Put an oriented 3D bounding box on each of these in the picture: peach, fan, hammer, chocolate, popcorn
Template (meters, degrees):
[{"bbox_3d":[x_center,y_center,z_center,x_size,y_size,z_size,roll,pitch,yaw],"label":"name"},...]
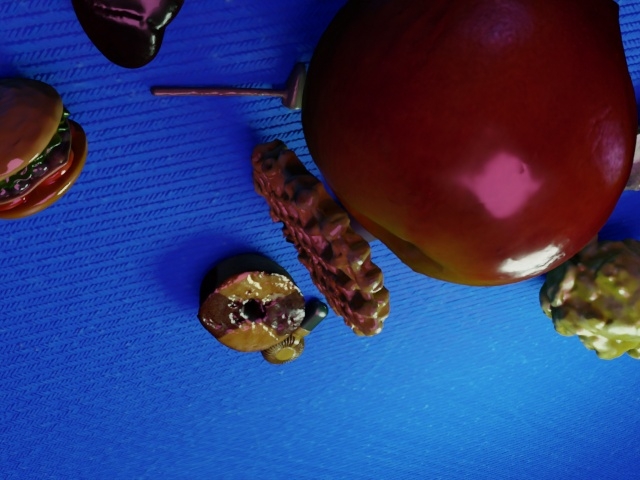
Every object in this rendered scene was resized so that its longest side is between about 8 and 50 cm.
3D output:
[{"bbox_3d":[0.173,-0.150,0.811,0.388,0.388,0.388,-12,136,-12],"label":"peach"},{"bbox_3d":[-0.044,0.162,1.253,0.082,0.039,0.155,25,118,-39],"label":"fan"},{"bbox_3d":[-0.111,-0.193,0.882,0.195,0.028,0.060,-4,128,-19],"label":"hammer"},{"bbox_3d":[-0.199,-0.254,0.741,0.125,0.080,0.149,19,124,-37],"label":"chocolate"},{"bbox_3d":[0.546,0.104,1.341,0.250,0.235,0.242,23,124,9],"label":"popcorn"}]

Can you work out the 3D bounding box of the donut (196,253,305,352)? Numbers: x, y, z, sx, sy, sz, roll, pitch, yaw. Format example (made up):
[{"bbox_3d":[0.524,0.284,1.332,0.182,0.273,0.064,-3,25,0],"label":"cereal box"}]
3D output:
[{"bbox_3d":[-0.112,0.096,1.132,0.166,0.073,0.184,-38,135,16],"label":"donut"}]

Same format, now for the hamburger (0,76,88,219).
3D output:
[{"bbox_3d":[-0.336,-0.100,0.779,0.162,0.162,0.115,-27,139,3],"label":"hamburger"}]

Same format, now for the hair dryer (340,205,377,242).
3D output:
[{"bbox_3d":[0.193,-0.013,1.151,0.301,0.121,0.361,-26,143,15],"label":"hair dryer"}]

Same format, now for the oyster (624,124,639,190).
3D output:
[{"bbox_3d":[0.581,-0.169,1.170,0.222,0.083,0.214,-2,130,-15],"label":"oyster"}]

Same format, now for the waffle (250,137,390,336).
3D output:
[{"bbox_3d":[0.002,0.000,0.957,0.065,0.283,0.309,-34,155,-13],"label":"waffle"}]
